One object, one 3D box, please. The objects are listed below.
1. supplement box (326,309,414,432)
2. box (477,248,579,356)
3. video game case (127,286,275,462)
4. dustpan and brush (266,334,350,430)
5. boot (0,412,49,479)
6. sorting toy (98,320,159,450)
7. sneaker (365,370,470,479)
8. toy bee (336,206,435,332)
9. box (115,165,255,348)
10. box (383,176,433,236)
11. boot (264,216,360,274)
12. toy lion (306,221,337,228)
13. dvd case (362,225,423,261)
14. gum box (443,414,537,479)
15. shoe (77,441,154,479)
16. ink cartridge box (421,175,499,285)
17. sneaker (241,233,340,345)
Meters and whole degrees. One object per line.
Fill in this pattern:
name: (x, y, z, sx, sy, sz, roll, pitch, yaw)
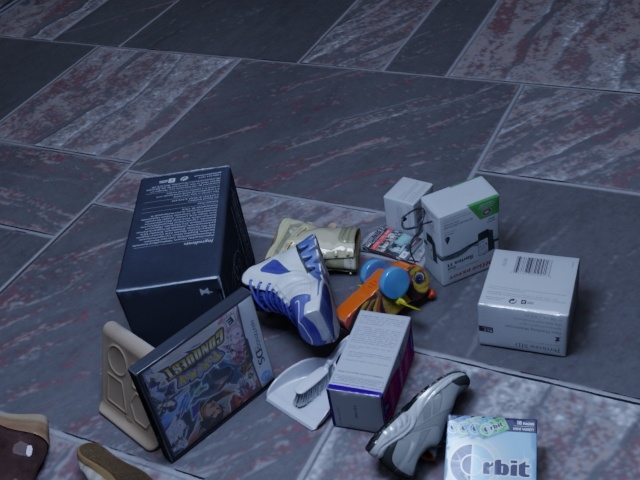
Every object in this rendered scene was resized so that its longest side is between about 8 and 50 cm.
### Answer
supplement box: (0.103, 0.255, 1.730, 0.114, 0.111, 0.220, 5, 41, 19)
box: (0.431, 0.125, 1.809, 0.181, 0.119, 0.182, 6, 41, 20)
video game case: (-0.217, 0.258, 1.688, 0.275, 0.248, 0.035, -36, 44, -29)
dustpan and brush: (0.004, 0.269, 1.776, 0.147, 0.060, 0.211, 25, 50, 37)
boot: (-0.659, 0.428, 1.707, 0.249, 0.090, 0.207, -6, 36, 1)
sorting toy: (-0.371, 0.286, 1.747, 0.193, 0.208, 0.038, 25, 25, 37)
sneaker: (0.198, 0.340, 1.630, 0.108, 0.100, 0.271, 46, 51, 10)
toy bee: (0.175, 0.104, 1.890, 0.298, 0.162, 0.195, -41, 30, 8)
box: (-0.274, 0.075, 1.900, 0.212, 0.293, 0.395, -8, 37, 4)
box: (0.217, -0.082, 2.137, 0.087, 0.101, 0.102, 17, 44, 31)
boot: (-0.019, 0.058, 2.027, 0.204, 0.095, 0.262, 7, 45, 12)
toy lion: (0.000, 0.000, 2.147, 0.100, 0.034, 0.096, 3, 47, 18)
dvd case: (0.173, 0.009, 2.105, 0.119, 0.013, 0.087, 16, 45, 32)
gum box: (0.295, 0.398, 1.522, 0.157, 0.041, 0.184, 0, 56, 14)
shoe: (-0.377, 0.455, 1.643, 0.219, 0.058, 0.077, 26, 20, 33)
ink cartridge box: (0.312, -0.019, 1.950, 0.153, 0.208, 0.087, -21, 42, -12)
sneaker: (-0.069, 0.120, 1.847, 0.182, 0.127, 0.315, -19, 31, 6)
